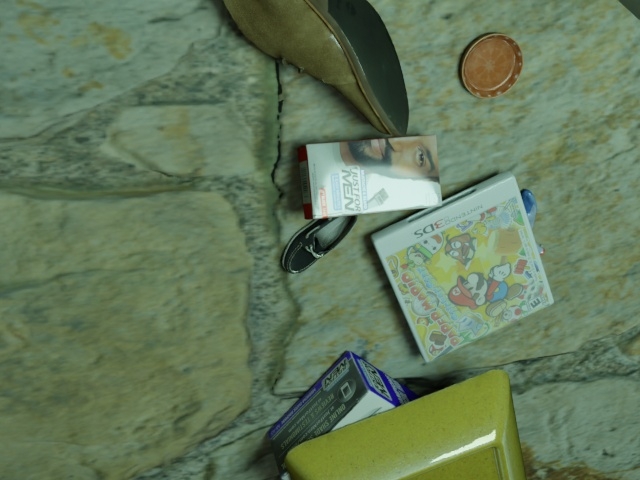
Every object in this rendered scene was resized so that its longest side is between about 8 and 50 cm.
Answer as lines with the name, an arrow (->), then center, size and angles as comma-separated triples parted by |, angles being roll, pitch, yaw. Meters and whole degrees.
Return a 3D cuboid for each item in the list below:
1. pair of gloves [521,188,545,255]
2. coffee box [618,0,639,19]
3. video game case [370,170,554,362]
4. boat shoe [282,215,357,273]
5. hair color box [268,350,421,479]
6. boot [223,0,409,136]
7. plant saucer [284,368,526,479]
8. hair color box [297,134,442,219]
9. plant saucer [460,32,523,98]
pair of gloves -> 0.229, 0.012, 1.196 | 0.198, 0.023, 0.159 | -39, 121, 7
coffee box -> 0.415, -0.436, 0.795 | 0.338, 0.334, 0.337 | -12, 121, 7
video game case -> 0.201, 0.042, 1.177 | 0.206, 0.026, 0.227 | -25, 120, 0
boat shoe -> 0.000, 0.000, 1.112 | 0.125, 0.038, 0.046 | -43, 120, 8
hair color box -> 0.110, 0.328, 1.280 | 0.339, 0.110, 0.185 | 36, 104, -31
boot -> 0.001, -0.228, 0.976 | 0.115, 0.112, 0.305 | -18, 131, 29
plant saucer -> 0.151, 0.379, 1.213 | 0.333, 0.081, 0.333 | -20, 121, -6
hair color box -> 0.061, -0.079, 1.061 | 0.167, 0.053, 0.093 | -7, 93, -14
plant saucer -> 0.215, -0.220, 1.073 | 0.083, 0.013, 0.083 | -7, 118, -12
